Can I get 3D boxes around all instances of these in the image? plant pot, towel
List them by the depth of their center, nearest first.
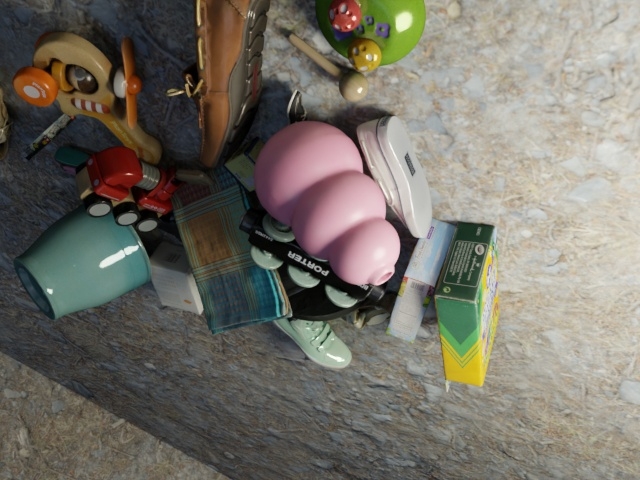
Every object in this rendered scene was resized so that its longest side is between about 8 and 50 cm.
[{"bbox_3d":[-0.221,0.025,1.453,0.271,0.040,0.370,-19,91,40],"label":"towel"},{"bbox_3d":[-0.621,0.063,1.630,0.271,0.255,0.271,32,141,30],"label":"plant pot"}]

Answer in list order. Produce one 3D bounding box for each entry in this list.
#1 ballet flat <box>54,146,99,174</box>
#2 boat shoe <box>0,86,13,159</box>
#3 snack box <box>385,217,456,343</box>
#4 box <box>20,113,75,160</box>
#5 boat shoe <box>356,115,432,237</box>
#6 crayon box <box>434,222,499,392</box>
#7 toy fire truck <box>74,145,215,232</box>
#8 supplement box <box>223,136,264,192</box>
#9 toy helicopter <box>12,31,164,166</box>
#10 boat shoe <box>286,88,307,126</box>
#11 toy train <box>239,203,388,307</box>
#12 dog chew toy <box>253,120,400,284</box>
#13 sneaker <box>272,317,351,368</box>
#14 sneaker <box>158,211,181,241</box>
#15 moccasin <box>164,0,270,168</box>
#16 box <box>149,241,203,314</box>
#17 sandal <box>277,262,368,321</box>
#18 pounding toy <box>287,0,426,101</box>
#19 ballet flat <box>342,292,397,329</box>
[{"bbox_3d":[-0.548,-0.174,1.550,0.221,0.077,0.079,16,158,21],"label":"ballet flat"},{"bbox_3d":[-0.790,-0.287,1.532,0.098,0.109,0.302,33,147,-15],"label":"boat shoe"},{"bbox_3d":[0.205,0.084,1.312,0.070,0.174,0.207,20,140,11],"label":"snack box"},{"bbox_3d":[-0.641,-0.246,1.496,0.137,0.094,0.027,-20,122,43],"label":"box"},{"bbox_3d":[0.142,-0.117,1.208,0.084,0.095,0.258,-1,123,36],"label":"boat shoe"},{"bbox_3d":[0.308,0.149,1.304,0.083,0.203,0.323,7,137,23],"label":"crayon box"},{"bbox_3d":[-0.375,-0.131,1.395,0.246,0.158,0.217,-35,151,19],"label":"toy fire truck"},{"bbox_3d":[-0.143,-0.159,1.338,0.083,0.056,0.083,-20,121,42],"label":"supplement box"},{"bbox_3d":[-0.439,-0.289,1.340,0.235,0.140,0.355,-9,140,25],"label":"toy helicopter"},{"bbox_3d":[-0.043,-0.233,1.209,0.038,0.046,0.125,22,143,7],"label":"boat shoe"},{"bbox_3d":[0.000,0.000,1.326,0.334,0.190,0.142,27,137,-1],"label":"toy train"},{"bbox_3d":[0.021,-0.059,1.151,0.332,0.206,0.206,55,147,23],"label":"dog chew toy"},{"bbox_3d":[-0.002,0.240,1.659,0.256,0.094,0.151,37,146,-8],"label":"sneaker"},{"bbox_3d":[-0.341,-0.039,1.585,0.170,0.051,0.089,-5,135,38],"label":"sneaker"},{"bbox_3d":[-0.191,-0.294,1.152,0.147,0.139,0.380,22,140,8],"label":"moccasin"},{"bbox_3d":[-0.380,0.103,1.731,0.130,0.091,0.170,12,138,18],"label":"box"},{"bbox_3d":[-0.096,0.082,1.479,0.446,0.167,0.107,7,148,25],"label":"sandal"},{"bbox_3d":[0.049,-0.322,1.009,0.183,0.110,0.237,36,140,-11],"label":"pounding toy"},{"bbox_3d":[0.111,0.180,1.555,0.073,0.067,0.206,42,139,-19],"label":"ballet flat"}]
